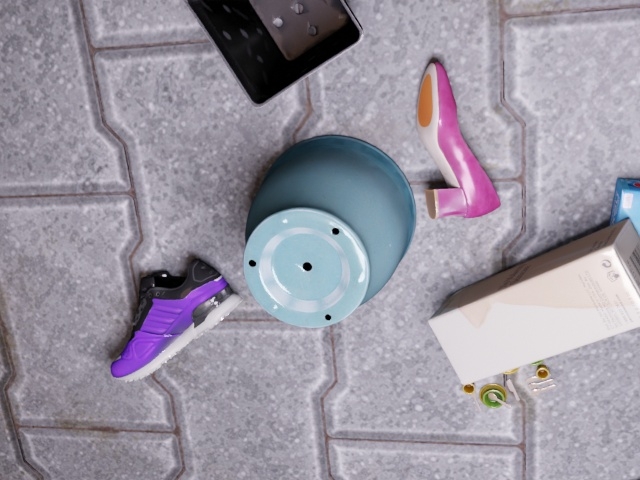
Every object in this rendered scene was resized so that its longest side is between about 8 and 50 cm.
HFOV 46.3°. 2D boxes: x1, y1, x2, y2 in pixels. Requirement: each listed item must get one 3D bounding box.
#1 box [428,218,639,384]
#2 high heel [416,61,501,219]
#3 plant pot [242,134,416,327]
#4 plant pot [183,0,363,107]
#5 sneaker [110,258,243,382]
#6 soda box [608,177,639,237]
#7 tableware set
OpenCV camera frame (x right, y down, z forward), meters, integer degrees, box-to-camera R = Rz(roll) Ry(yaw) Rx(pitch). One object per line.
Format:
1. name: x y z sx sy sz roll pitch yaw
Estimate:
1. box: 0.336 0.097 1.126 0.311 0.148 0.121 -28 91 34
2. high heel: 0.218 -0.153 1.154 0.117 0.082 0.244 -9 97 -14
3. plant pot: 0.000 0.000 1.148 0.272 0.255 0.271 4 112 11
4. plant pot: -0.051 -0.331 1.081 0.187 0.167 0.188 -29 103 20
5. sneaker: -0.288 0.133 1.352 0.293 0.102 0.146 -36 95 17
6. soda box: 0.476 0.015 1.150 0.067 0.071 0.210 7 112 12
7. tableware set: 0.322 0.241 1.295 0.154 0.024 0.104 -22 104 19
